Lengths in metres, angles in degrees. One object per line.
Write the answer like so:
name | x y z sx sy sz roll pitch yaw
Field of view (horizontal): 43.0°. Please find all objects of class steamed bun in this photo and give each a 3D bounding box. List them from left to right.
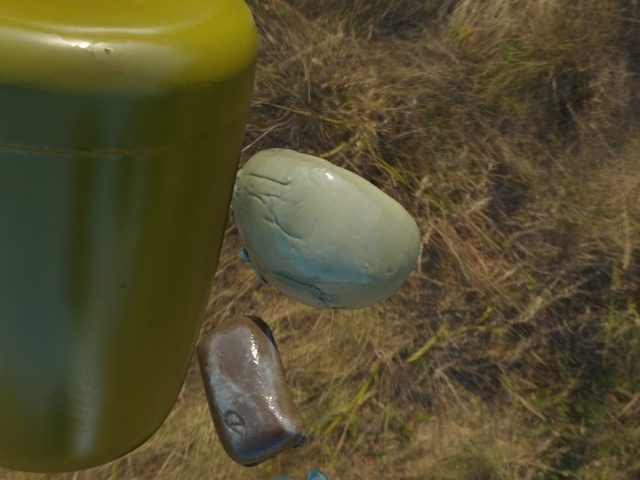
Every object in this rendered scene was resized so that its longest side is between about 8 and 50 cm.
steamed bun | 0.000 0.000 1.423 0.334 0.312 0.232 29 86 -27

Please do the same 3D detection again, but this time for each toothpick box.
toothpick box | -0.135 -0.008 0.434 0.175 0.175 0.271 11 123 -2

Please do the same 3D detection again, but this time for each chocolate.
chocolate | -0.138 0.247 1.367 0.161 0.083 0.261 -36 60 20

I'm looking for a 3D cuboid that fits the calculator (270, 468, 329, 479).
calculator | -0.077 0.583 1.627 0.184 0.042 0.295 40 57 13
